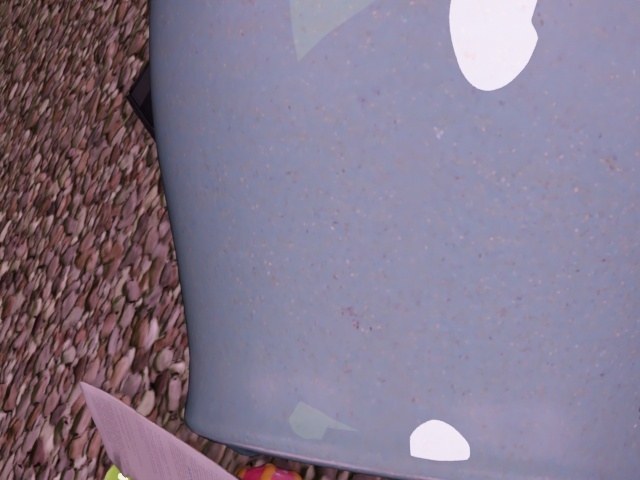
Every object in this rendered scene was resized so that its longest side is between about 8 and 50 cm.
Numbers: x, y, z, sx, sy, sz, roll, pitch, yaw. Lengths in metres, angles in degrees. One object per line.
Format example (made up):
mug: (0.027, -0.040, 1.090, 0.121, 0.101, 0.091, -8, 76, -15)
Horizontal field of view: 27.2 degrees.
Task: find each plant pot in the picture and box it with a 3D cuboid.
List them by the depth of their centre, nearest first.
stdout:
plant pot: (0.057, -0.041, 0.482, 0.271, 0.271, 0.255, 1, 81, 57)

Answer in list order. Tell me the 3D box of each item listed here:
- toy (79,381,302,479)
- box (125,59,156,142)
toy: (-0.026, 0.143, 0.603, 0.056, 0.137, 0.237, -27, 23, -29)
box: (-0.040, -0.151, 0.908, 0.220, 0.051, 0.175, -55, 30, 10)
